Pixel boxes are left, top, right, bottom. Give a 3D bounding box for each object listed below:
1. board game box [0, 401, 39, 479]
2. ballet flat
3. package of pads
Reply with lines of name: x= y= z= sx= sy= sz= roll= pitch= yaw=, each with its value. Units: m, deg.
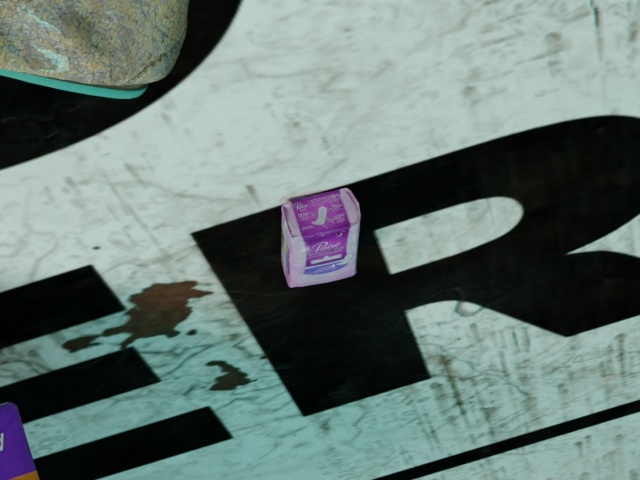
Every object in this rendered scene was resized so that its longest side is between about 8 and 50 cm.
board game box: x=-0.374 y=0.341 z=1.094 sx=0.356 sy=0.356 sz=0.356 roll=-14 pitch=176 yaw=-43
ballet flat: x=-0.192 y=-0.133 z=0.756 sx=0.316 sy=0.107 sz=0.106 roll=-1 pitch=131 yaw=-38
package of pads: x=0.000 y=0.000 z=1.172 sx=0.050 sy=0.032 sz=0.083 roll=-14 pitch=154 yaw=-9
